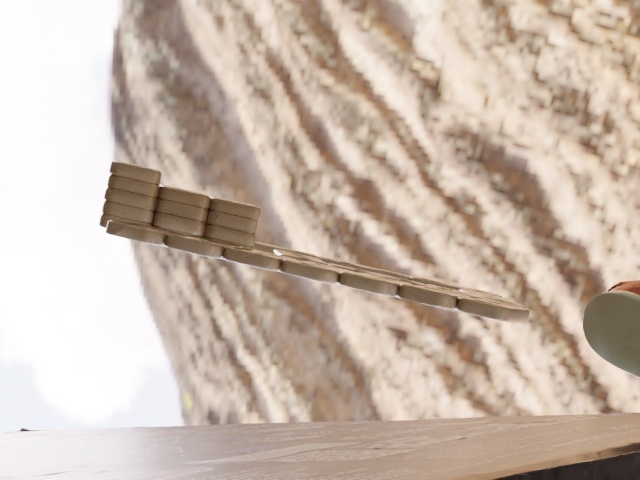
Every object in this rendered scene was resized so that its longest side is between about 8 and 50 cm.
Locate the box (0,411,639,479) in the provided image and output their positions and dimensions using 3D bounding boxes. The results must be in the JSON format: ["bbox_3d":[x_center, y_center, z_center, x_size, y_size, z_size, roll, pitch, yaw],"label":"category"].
[{"bbox_3d":[-0.049,0.086,0.506,0.293,0.295,0.073,-7,-94,29],"label":"box"}]

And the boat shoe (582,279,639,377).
[{"bbox_3d":[0.179,0.058,0.862,0.137,0.049,0.043,30,-158,26],"label":"boat shoe"}]

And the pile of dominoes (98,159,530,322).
[{"bbox_3d":[0.000,0.000,1.137,0.251,0.196,0.040,12,-89,-6],"label":"pile of dominoes"}]
